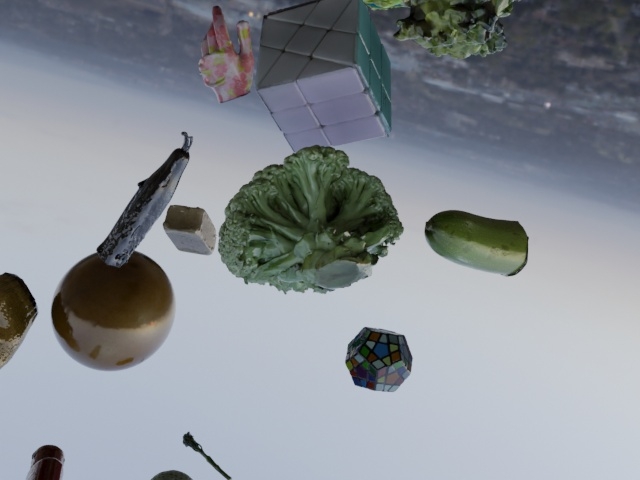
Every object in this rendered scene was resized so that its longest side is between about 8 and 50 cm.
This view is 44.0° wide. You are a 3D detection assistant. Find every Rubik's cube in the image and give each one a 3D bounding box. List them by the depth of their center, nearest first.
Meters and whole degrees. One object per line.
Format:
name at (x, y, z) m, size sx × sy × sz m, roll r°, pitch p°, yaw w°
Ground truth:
Rubik's cube at (0.112, 0.225, 1.501) m, size 0.133 × 0.133 × 0.112 m, roll 15°, pitch 153°, yaw 7°
Rubik's cube at (0.013, -0.344, 1.649) m, size 0.221 × 0.231 × 0.224 m, roll -10°, pitch 145°, yaw 19°

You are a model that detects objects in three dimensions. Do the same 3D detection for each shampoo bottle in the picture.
shampoo bottle at (-0.587, 0.548, 1.648) m, size 0.076 × 0.118 × 0.314 m, roll 21°, pitch -162°, yaw -18°

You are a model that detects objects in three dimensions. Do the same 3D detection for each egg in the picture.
egg at (-0.486, 0.160, 1.883) m, size 0.282 × 0.282 × 0.351 m, roll 14°, pitch -166°, yaw 1°

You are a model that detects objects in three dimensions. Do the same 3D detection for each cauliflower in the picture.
cauliflower at (0.000, 0.000, 1.249) m, size 0.272 × 0.275 × 0.250 m, roll 48°, pitch -179°, yaw -38°

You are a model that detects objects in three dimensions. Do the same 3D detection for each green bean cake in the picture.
green bean cake at (-0.364, -0.029, 2.226) m, size 0.109 × 0.085 × 0.179 m, roll 7°, pitch 159°, yaw 11°

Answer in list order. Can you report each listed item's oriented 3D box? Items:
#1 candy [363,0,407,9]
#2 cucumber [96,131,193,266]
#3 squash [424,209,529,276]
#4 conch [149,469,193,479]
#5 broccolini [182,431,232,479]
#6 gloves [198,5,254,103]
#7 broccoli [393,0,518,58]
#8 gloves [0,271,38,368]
candy at (0.003, -0.354, 1.091) m, size 0.262 × 0.073 × 0.077 m, roll -1°, pitch 170°, yaw -4°
cucumber at (-0.180, -0.044, 0.831) m, size 0.039 × 0.163 × 0.043 m, roll 37°, pitch -173°, yaw 12°
squash at (0.237, 0.002, 1.257) m, size 0.188 × 0.095 × 0.095 m, roll 10°, pitch -170°, yaw -34°
conch at (-0.378, 0.666, 1.995) m, size 0.131 × 0.172 × 0.200 m, roll 52°, pitch -178°, yaw 35°
broccolini at (-0.353, 0.673, 2.469) m, size 0.218 × 0.042 × 0.044 m, roll 31°, pitch 157°, yaw 28°
gloves at (-0.257, -0.496, 2.095) m, size 0.145 × 0.241 × 0.126 m, roll -4°, pitch -159°, yaw 44°
broccoli at (0.209, -0.441, 1.223) m, size 0.324 × 0.272 × 0.334 m, roll 32°, pitch -138°, yaw -19°
gloves at (-0.790, 0.223, 1.782) m, size 0.155 × 0.203 × 0.356 m, roll 10°, pitch -137°, yaw 23°
